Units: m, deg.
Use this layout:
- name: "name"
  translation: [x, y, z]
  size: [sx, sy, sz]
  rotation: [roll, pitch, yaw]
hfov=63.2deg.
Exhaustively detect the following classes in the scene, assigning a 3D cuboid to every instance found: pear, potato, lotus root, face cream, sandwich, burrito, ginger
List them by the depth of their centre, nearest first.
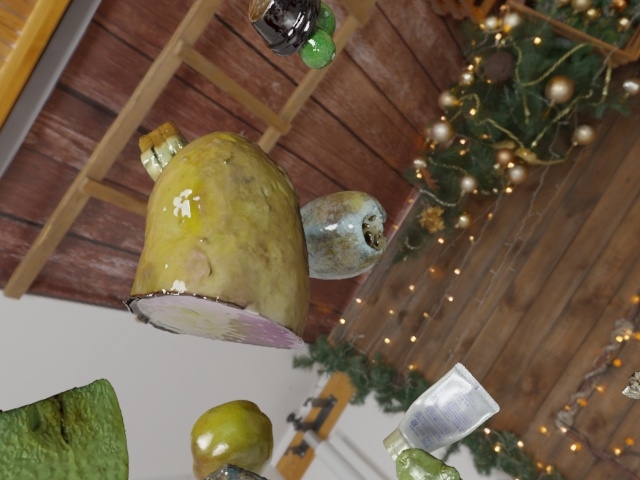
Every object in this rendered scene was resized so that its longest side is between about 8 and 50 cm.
- name: "potato"
  translation: [-0.110, -0.014, 0.641]
  size: [0.229, 0.266, 0.229]
  rotation: [6, 155, 3]
- name: "burrito"
  translation: [0.509, 0.195, 0.745]
  size: [0.188, 0.058, 0.045]
  rotation: [-6, -143, -16]
- name: "pear"
  translation: [-0.430, 0.367, 0.797]
  size: [0.292, 0.159, 0.292]
  rotation: [48, -159, -25]
- name: "ginger"
  translation: [0.215, 0.474, 0.841]
  size: [0.137, 0.089, 0.290]
  rotation: [-18, 97, 58]
- name: "lotus root"
  translation: [0.000, 0.000, 0.997]
  size: [0.140, 0.158, 0.322]
  rotation: [0, 171, -34]
- name: "face cream"
  translation: [0.231, 0.357, 1.032]
  size: [0.114, 0.224, 0.070]
  rotation: [50, -175, 22]
- name: "sandwich"
  translation: [-0.253, -0.094, 1.054]
  size: [0.273, 0.095, 0.249]
  rotation: [60, 173, -26]
- name: "pear"
  translation: [-0.207, 0.472, 1.210]
  size: [0.200, 0.200, 0.200]
  rotation: [31, -176, -2]

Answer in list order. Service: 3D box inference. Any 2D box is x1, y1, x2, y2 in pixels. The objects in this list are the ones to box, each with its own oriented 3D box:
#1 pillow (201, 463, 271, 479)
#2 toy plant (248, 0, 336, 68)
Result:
- name: "pillow"
  translation: [-0.181, 0.478, 0.891]
  size: [0.189, 0.255, 0.034]
  rotation: [45, -167, -30]
- name: "toy plant"
  translation: [-0.051, -0.525, 1.259]
  size: [0.235, 0.175, 0.218]
  rotation: [21, -131, -39]
